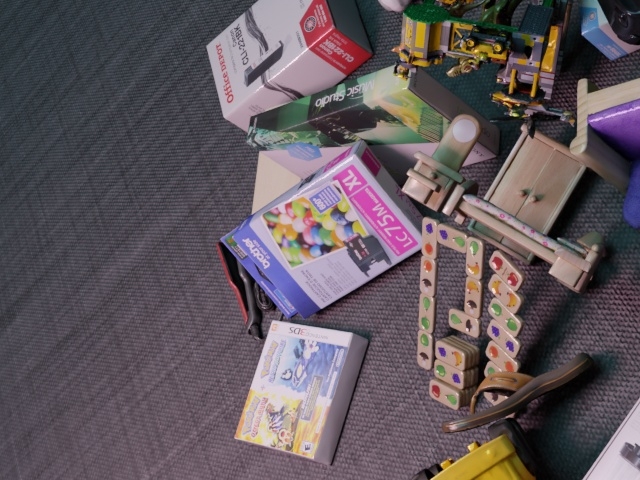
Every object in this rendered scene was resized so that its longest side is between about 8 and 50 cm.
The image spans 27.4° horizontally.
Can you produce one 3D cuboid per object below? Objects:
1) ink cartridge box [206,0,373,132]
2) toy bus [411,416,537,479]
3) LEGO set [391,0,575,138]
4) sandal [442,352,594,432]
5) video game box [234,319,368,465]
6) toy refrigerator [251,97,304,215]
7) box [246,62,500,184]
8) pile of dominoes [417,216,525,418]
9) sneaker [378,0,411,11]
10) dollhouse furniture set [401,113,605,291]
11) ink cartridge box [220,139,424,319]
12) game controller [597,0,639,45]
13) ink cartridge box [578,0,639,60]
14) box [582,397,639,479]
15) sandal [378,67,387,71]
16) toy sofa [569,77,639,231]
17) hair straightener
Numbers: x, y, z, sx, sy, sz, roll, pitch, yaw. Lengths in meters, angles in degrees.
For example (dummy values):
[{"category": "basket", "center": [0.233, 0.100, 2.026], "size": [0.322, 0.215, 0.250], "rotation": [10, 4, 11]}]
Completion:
[{"category": "ink cartridge box", "center": [-0.061, -0.338, 2.345], "size": [0.273, 0.114, 0.197], "rotation": [-37, 48, 25]}, {"category": "toy bus", "center": [0.237, 0.346, 1.664], "size": [0.149, 0.220, 0.211], "rotation": [-36, 79, 7]}, {"category": "LEGO set", "center": [0.235, -0.264, 1.862], "size": [0.255, 0.192, 0.331], "rotation": [7, 34, 6]}, {"category": "sandal", "center": [0.254, 0.192, 1.728], "size": [0.219, 0.090, 0.060], "rotation": [-28, 79, -1]}, {"category": "video game box", "center": [-0.032, 0.234, 2.064], "size": [0.187, 0.048, 0.205], "rotation": [4, 71, 48]}, {"category": "toy refrigerator", "center": [-0.042, -0.095, 2.217], "size": [0.102, 0.094, 0.269], "rotation": [-12, 63, 36]}, {"category": "box", "center": [0.080, -0.161, 2.026], "size": [0.322, 0.232, 0.058], "rotation": [-17, 56, 38]}, {"category": "pile of dominoes", "center": [0.195, 0.113, 1.812], "size": [0.196, 0.040, 0.251], "rotation": [24, 122, 46]}, {"category": "sneaker", "center": [0.181, -0.522, 2.219], "size": [0.129, 0.111, 0.297], "rotation": [20, 84, 42]}, {"category": "dollhouse furniture set", "center": [0.251, -0.081, 1.716], "size": [0.303, 0.355, 0.173], "rotation": [30, 93, 12]}, {"category": "ink cartridge box", "center": [0.000, 0.000, 2.057], "size": [0.311, 0.186, 0.065], "rotation": [-32, 16, 30]}, {"category": "game controller", "center": [0.414, -0.402, 1.773], "size": [0.319, 0.067, 0.166], "rotation": [-98, 32, -49]}, {"category": "ink cartridge box", "center": [0.450, -0.336, 1.864], "size": [0.143, 0.090, 0.092], "rotation": [-20, 56, 35]}, {"category": "box", "center": [0.389, 0.299, 1.530], "size": [0.290, 0.169, 0.087], "rotation": [-56, 42, 5]}, {"category": "sandal", "center": [0.121, -0.227, 2.157], "size": [0.072, 0.049, 0.180], "rotation": [-43, 45, 19]}, {"category": "toy sofa", "center": [0.510, -0.147, 1.663], "size": [0.363, 0.150, 0.177], "rotation": [-15, 58, 39]}, {"category": "hair straightener", "center": [-0.114, 0.072, 2.228], "size": [0.089, 0.047, 0.230], "rotation": [-38, 47, 24]}]
